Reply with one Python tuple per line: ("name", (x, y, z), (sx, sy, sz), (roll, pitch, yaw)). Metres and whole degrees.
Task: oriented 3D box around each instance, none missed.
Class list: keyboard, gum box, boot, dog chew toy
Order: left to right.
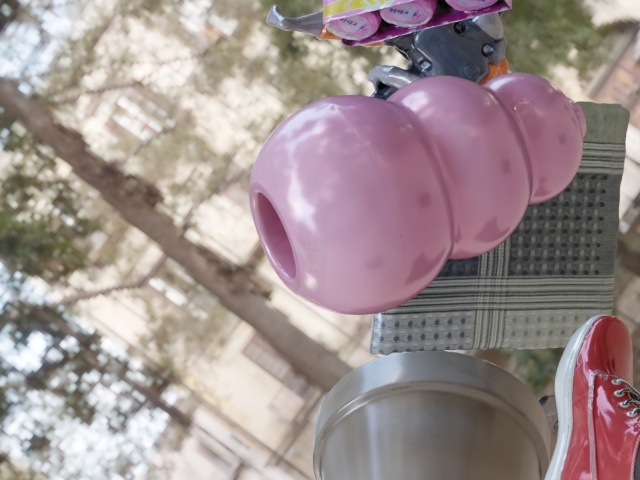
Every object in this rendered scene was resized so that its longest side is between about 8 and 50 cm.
("gum box", (0.088, -0.265, 1.280), (0.062, 0.188, 0.107), (29, -123, -54))
("dog chew toy", (0.104, -0.062, 1.246), (0.331, 0.207, 0.207), (-22, -23, -17))
("keyboard", (0.377, 0.304, 2.231), (0.180, 0.023, 0.108), (10, -71, -63))
("boot", (0.310, 0.164, 1.272), (0.176, 0.088, 0.244), (-32, 35, 49))

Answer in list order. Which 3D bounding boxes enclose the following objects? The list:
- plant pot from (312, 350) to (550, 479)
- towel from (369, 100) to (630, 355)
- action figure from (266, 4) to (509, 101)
("plant pot", (0.140, 0.349, 1.679), (0.280, 0.323, 0.323), (-82, 16, -54))
("towel", (0.217, -0.016, 1.584), (0.056, 0.324, 0.312), (-151, 63, -69))
("action figure", (0.097, -0.229, 1.667), (0.341, 0.330, 0.178), (-57, 15, 13))
